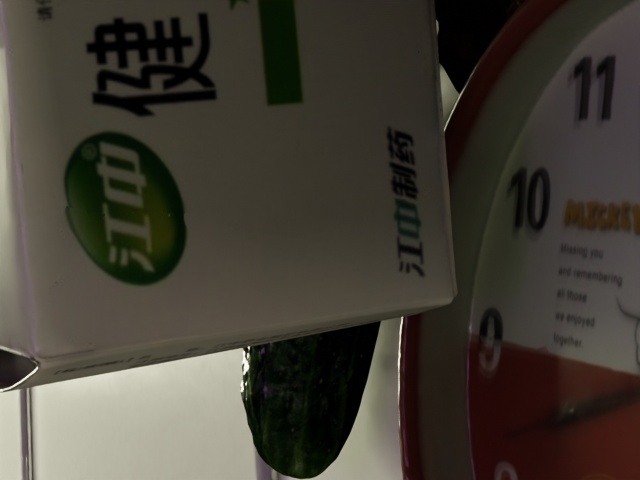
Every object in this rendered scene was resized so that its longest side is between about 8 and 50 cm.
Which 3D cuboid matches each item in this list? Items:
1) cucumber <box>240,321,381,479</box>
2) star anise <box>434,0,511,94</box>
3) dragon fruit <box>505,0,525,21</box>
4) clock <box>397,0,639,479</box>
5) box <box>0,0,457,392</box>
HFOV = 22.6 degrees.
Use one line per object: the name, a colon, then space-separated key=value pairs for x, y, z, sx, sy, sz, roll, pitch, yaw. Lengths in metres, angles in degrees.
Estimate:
cucumber: x=0.000 y=0.001 z=0.771 sx=0.074 sy=0.074 sz=0.241 roll=36 pitch=122 yaw=56
star anise: x=0.032 y=-0.164 z=0.712 sx=0.157 sy=0.053 sz=0.212 roll=-135 pitch=28 yaw=-58
dragon fruit: x=0.110 y=-0.122 z=0.623 sx=0.097 sy=0.063 sz=0.131 roll=-80 pitch=-1 yaw=-62
clock: x=0.124 y=0.049 z=0.543 sx=0.318 sy=0.080 sz=0.318 roll=-177 pitch=90 yaw=-67
box: x=-0.065 y=-0.117 z=0.618 sx=0.145 sy=0.173 sz=0.333 roll=6 pitch=101 yaw=64
